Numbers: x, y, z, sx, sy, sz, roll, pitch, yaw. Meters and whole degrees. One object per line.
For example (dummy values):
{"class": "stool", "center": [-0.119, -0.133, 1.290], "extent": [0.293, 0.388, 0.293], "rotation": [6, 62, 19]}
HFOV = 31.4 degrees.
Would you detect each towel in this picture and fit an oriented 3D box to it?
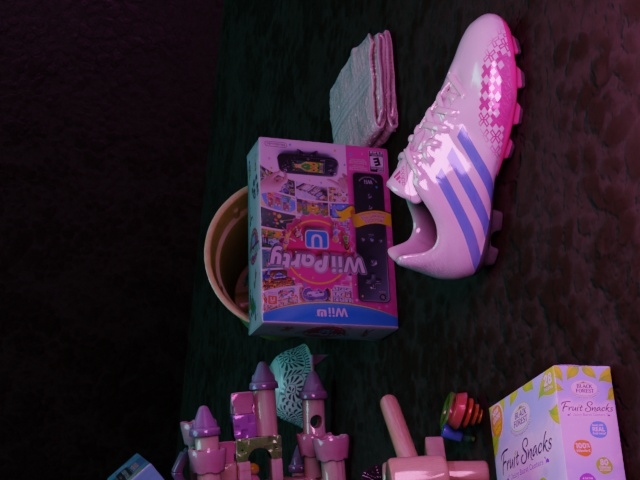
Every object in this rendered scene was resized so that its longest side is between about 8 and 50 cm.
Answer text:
{"class": "towel", "center": [0.066, -0.220, 1.939], "extent": [0.282, 0.049, 0.187], "rotation": [128, 143, -65]}

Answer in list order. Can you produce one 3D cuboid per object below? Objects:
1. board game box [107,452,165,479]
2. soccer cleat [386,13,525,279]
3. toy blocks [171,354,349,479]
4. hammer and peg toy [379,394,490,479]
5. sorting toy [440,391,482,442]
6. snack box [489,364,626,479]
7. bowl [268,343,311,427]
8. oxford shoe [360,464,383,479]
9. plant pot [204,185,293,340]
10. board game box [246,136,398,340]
{"class": "board game box", "center": [-0.233, 0.533, 1.993], "extent": [0.336, 0.079, 0.254], "rotation": [51, 165, -4]}
{"class": "soccer cleat", "center": [0.158, -0.113, 1.390], "extent": [0.116, 0.143, 0.331], "rotation": [-147, 62, -73]}
{"class": "toy blocks", "center": [-0.119, 0.346, 2.063], "extent": [0.309, 0.288, 0.260], "rotation": [155, 111, -76]}
{"class": "hammer and peg toy", "center": [0.134, 0.342, 1.248], "extent": [0.266, 0.127, 0.361], "rotation": [-89, -3, -62]}
{"class": "sorting toy", "center": [0.181, 0.226, 1.451], "extent": [0.102, 0.042, 0.061], "rotation": [112, 175, -80]}
{"class": "snack box", "center": [0.240, 0.248, 1.152], "extent": [0.174, 0.070, 0.207], "rotation": [121, 150, -63]}
{"class": "bowl", "center": [-0.071, 0.292, 2.287], "extent": [0.170, 0.080, 0.170], "rotation": [-178, 90, -75]}
{"class": "oxford shoe", "center": [0.082, 0.458, 1.695], "extent": [0.096, 0.082, 0.227], "rotation": [111, 170, -56]}
{"class": "plant pot", "center": [-0.067, 0.063, 2.044], "extent": [0.254, 0.276, 0.276], "rotation": [99, 169, -69]}
{"class": "board game box", "center": [0.000, 0.000, 1.807], "extent": [0.097, 0.223, 0.304], "rotation": [135, 135, -65]}
